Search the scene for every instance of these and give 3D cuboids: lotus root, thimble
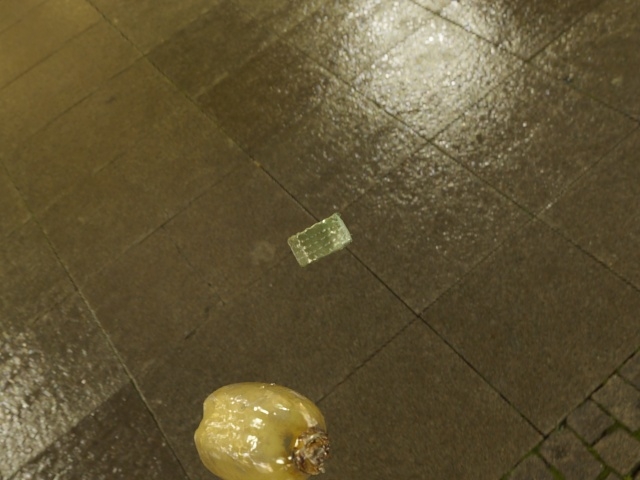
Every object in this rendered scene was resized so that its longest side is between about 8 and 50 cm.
[{"bbox_3d":[-0.087,0.324,1.074,0.342,0.151,0.169,-8,59,48],"label":"lotus root"},{"bbox_3d":[0.000,0.000,1.145,0.110,0.084,0.062,-27,91,17],"label":"thimble"}]
